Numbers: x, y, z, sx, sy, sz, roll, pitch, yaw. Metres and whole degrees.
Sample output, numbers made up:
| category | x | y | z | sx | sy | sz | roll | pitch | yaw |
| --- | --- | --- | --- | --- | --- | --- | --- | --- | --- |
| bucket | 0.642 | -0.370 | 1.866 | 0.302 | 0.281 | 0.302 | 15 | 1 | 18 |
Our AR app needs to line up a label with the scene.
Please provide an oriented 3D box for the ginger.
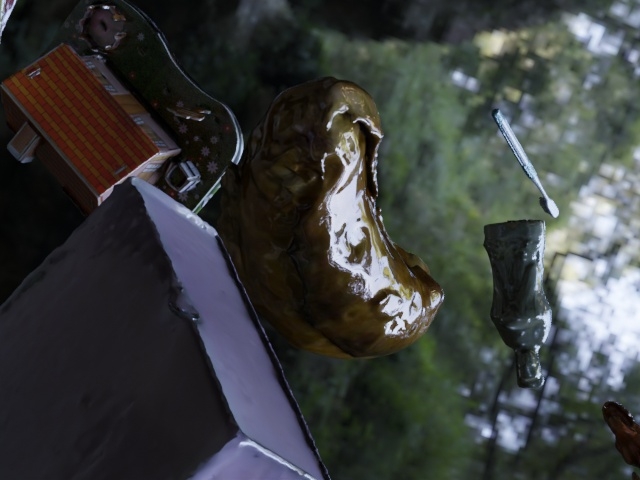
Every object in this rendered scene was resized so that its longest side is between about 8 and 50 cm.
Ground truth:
| category | x | y | z | sx | sy | sz | roll | pitch | yaw |
| --- | --- | --- | --- | --- | --- | --- | --- | --- | --- |
| ginger | 0.000 | 0.000 | 1.436 | 0.165 | 0.172 | 0.321 | 63 | -2 | 39 |

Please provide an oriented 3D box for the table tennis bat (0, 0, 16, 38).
| category | x | y | z | sx | sy | sz | roll | pitch | yaw |
| --- | --- | --- | --- | --- | --- | --- | --- | --- | --- |
| table tennis bat | -0.271 | -0.246 | 1.342 | 0.414 | 0.051 | 0.268 | -52 | 157 | -67 |

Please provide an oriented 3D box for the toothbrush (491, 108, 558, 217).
| category | x | y | z | sx | sy | sz | roll | pitch | yaw |
| --- | --- | --- | --- | --- | --- | --- | --- | --- | --- |
| toothbrush | 0.201 | -0.075 | 1.636 | 0.014 | 0.167 | 0.011 | 23 | -111 | 43 |

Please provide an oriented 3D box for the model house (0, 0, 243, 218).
| category | x | y | z | sx | sy | sz | roll | pitch | yaw |
| --- | --- | --- | --- | --- | --- | --- | --- | --- | --- |
| model house | -0.262 | -0.146 | 1.986 | 0.207 | 0.294 | 0.154 | -49 | 165 | 25 |

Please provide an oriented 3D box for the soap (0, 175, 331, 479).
| category | x | y | z | sx | sy | sz | roll | pitch | yaw |
| --- | --- | --- | --- | --- | --- | --- | --- | --- | --- |
| soap | -0.158 | 0.144 | 1.093 | 0.285 | 0.107 | 0.296 | -42 | -143 | 13 |

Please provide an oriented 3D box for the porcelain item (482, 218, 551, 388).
| category | x | y | z | sx | sy | sz | roll | pitch | yaw |
| --- | --- | --- | --- | --- | --- | --- | --- | --- | --- |
| porcelain item | 0.253 | 0.082 | 2.114 | 0.069 | 0.081 | 0.215 | 12 | 74 | -79 |

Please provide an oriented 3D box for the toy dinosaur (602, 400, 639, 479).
| category | x | y | z | sx | sy | sz | roll | pitch | yaw |
| --- | --- | --- | --- | --- | --- | --- | --- | --- | --- |
| toy dinosaur | 0.434 | 0.312 | 1.671 | 0.097 | 0.432 | 0.208 | -56 | 159 | 15 |
